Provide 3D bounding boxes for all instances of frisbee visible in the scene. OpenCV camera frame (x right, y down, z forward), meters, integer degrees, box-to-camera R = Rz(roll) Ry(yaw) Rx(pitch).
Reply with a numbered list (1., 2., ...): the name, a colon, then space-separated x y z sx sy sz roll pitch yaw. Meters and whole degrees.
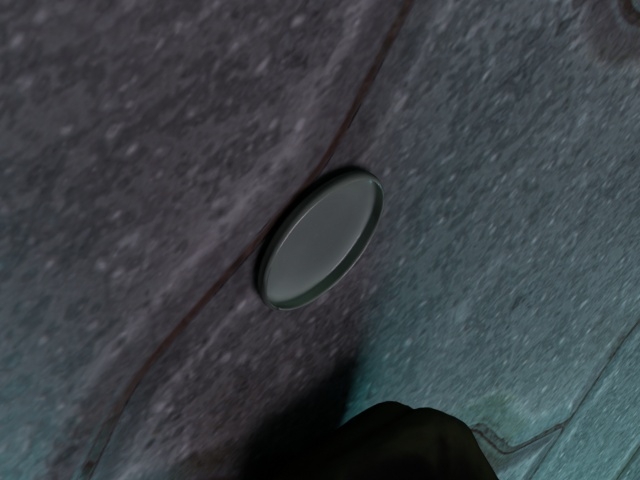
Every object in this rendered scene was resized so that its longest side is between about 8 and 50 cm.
1. frisbee: 0.000 0.000 0.909 0.110 0.014 0.110 -37 152 -23

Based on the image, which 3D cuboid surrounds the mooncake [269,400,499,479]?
1. mooncake: 0.088 0.308 1.100 0.187 0.351 0.351 -29 149 -34
